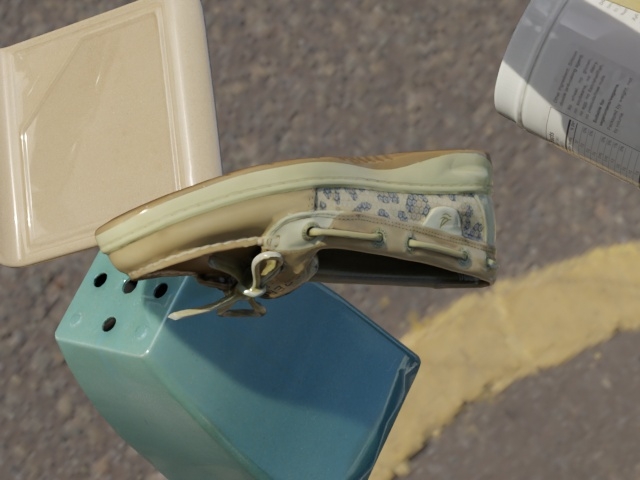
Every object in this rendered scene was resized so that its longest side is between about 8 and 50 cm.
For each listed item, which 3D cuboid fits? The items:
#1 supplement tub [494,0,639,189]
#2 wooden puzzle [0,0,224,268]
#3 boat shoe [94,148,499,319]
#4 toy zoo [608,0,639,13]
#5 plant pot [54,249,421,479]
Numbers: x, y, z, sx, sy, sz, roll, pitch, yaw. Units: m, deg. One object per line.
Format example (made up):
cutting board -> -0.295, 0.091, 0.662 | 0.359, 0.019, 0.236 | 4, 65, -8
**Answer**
supplement tub -> 0.126, -0.053, 0.615 | 0.107, 0.071, 0.071 | 30, 39, 19
wooden puzzle -> -0.203, -0.101, 1.574 | 0.044, 0.239, 0.220 | 24, 55, -64
boat shoe -> 0.000, 0.000, 1.032 | 0.285, 0.105, 0.089 | -8, 85, -33
toy zoo -> 0.118, -0.145, 0.527 | 0.293, 0.030, 0.192 | -31, 51, -33
plant pot -> -0.074, 0.091, 1.287 | 0.234, 0.165, 0.165 | 46, 63, -41
